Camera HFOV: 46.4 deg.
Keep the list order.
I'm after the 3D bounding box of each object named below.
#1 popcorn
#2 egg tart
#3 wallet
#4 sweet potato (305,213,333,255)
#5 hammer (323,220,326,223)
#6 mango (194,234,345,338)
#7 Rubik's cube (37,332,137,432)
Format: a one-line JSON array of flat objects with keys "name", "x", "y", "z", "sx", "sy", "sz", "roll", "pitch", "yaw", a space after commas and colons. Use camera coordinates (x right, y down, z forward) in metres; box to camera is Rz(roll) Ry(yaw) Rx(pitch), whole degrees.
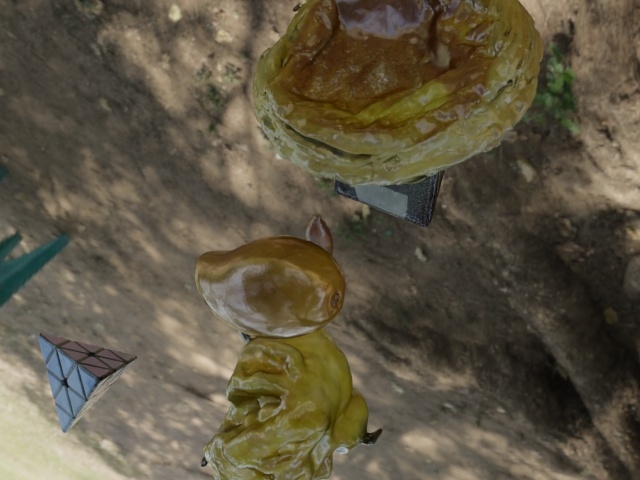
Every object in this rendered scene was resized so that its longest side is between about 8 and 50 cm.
[{"name": "popcorn", "x": -0.044, "y": 0.271, "z": 1.160, "sx": 0.280, "sy": 0.297, "sz": 0.316, "roll": 13, "pitch": 124, "yaw": 16}, {"name": "egg tart", "x": 0.093, "y": -0.190, "z": 0.915, "sx": 0.351, "sy": 0.352, "sz": 0.150, "roll": 11, "pitch": 154, "yaw": 19}, {"name": "wallet", "x": 0.136, "y": -0.179, "z": 1.383, "sx": 0.220, "sy": 0.071, "sz": 0.263, "roll": 22, "pitch": 116, "yaw": 28}, {"name": "sweet potato", "x": 0.000, "y": 0.000, "z": 0.985, "sx": 0.034, "sy": 0.034, "sz": 0.095, "roll": 8, "pitch": 143, "yaw": 23}, {"name": "hammer", "x": -0.031, "y": -0.002, "z": 1.704, "sx": 0.014, "sy": 0.123, "sz": 0.029, "roll": 15, "pitch": 147, "yaw": 56}, {"name": "mango", "x": -0.057, "y": 0.046, "z": 0.720, "sx": 0.184, "sy": 0.084, "sz": 0.102, "roll": -3, "pitch": 109, "yaw": 39}, {"name": "Rubik's cube", "x": -0.484, "y": 0.256, "z": 1.485, "sx": 0.190, "sy": 0.211, "sz": 0.178, "roll": 44, "pitch": 155, "yaw": -15}]
